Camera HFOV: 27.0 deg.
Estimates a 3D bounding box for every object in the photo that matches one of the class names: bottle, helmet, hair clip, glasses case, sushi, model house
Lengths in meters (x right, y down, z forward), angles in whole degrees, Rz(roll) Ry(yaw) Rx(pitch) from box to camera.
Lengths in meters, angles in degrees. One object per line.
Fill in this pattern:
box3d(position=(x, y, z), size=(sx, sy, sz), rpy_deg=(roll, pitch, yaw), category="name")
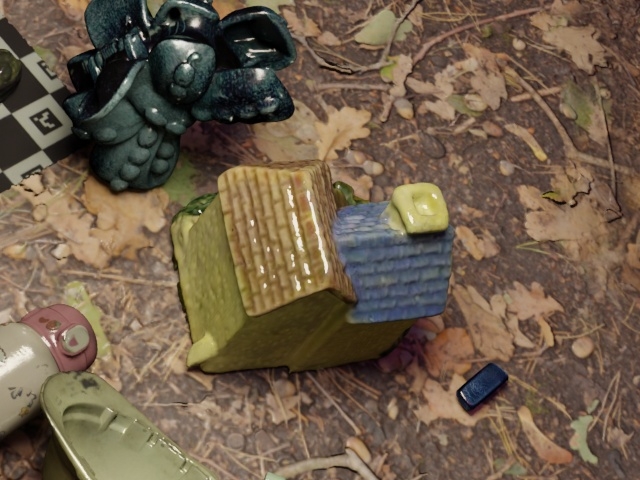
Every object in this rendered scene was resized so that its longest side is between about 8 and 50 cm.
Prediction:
box3d(position=(-0.347, 0.153, 1.450), size=(0.233, 0.110, 0.110), rpy_deg=(-34, 79, -35), category="bottle")
box3d(position=(-0.227, 0.274, 1.417), size=(0.257, 0.137, 0.204), rpy_deg=(41, 14, 8), category="helmet")
box3d(position=(-0.186, -0.191, 1.597), size=(0.206, 0.310, 0.194), rpy_deg=(30, 48, -42), category="hair clip")
box3d(position=(0.208, 0.190, 1.732), size=(0.083, 0.023, 0.033), rpy_deg=(-33, 74, -37), category="glasses case")
box3d(position=(-0.494, -0.195, 1.618), size=(0.359, 0.064, 0.343), rpy_deg=(-35, 80, -36), category="sushi")
box3d(position=(0.000, 0.000, 1.605), size=(0.321, 0.266, 0.261), rpy_deg=(-4, 67, -26), category="model house")

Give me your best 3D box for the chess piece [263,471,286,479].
box3d(position=(-0.021, 0.305, 1.540), size=(0.103, 0.067, 0.067), rpy_deg=(21, 55, -1), category="chess piece")
